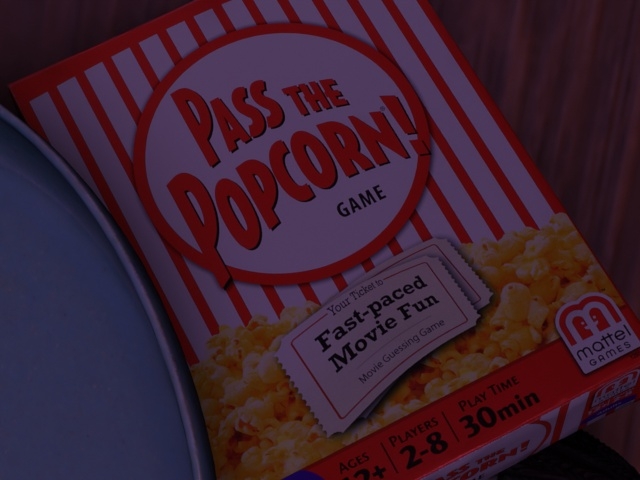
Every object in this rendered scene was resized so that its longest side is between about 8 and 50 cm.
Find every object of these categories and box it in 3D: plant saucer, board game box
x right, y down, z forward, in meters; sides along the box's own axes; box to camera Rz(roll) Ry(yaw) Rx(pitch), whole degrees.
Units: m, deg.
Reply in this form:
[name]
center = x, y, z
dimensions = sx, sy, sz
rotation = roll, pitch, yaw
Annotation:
[plant saucer]
center = -0.148, 0.099, 0.565
dimensions = 0.317, 0.043, 0.318
rotation = -1, 88, 34
[board game box]
center = 0.000, 0.000, 0.580
dimensions = 0.146, 0.045, 0.193
rotation = -27, 66, -10

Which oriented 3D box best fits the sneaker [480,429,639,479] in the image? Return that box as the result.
[sneaker]
center = -0.026, 0.134, 0.639
dimensions = 0.281, 0.106, 0.163
rotation = 7, 104, 5
